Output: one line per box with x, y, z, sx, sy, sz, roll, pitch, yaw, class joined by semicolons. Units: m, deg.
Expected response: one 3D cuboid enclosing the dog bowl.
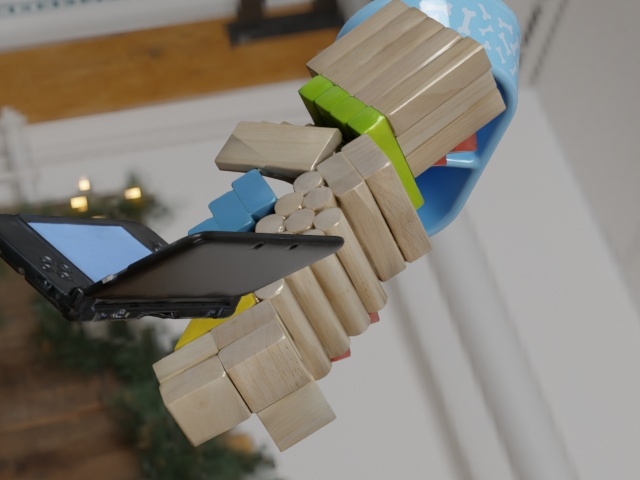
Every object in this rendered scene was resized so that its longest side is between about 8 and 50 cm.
0.077;-0.098;1.542;0.297;0.166;0.074;115;-26;-49;dog bowl

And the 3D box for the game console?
-0.070;-0.002;0.776;0.107;0.122;0.071;39;-73;26;game console

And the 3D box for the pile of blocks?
0.000;0.000;1.162;0.149;0.362;0.112;10;-37;37;pile of blocks
